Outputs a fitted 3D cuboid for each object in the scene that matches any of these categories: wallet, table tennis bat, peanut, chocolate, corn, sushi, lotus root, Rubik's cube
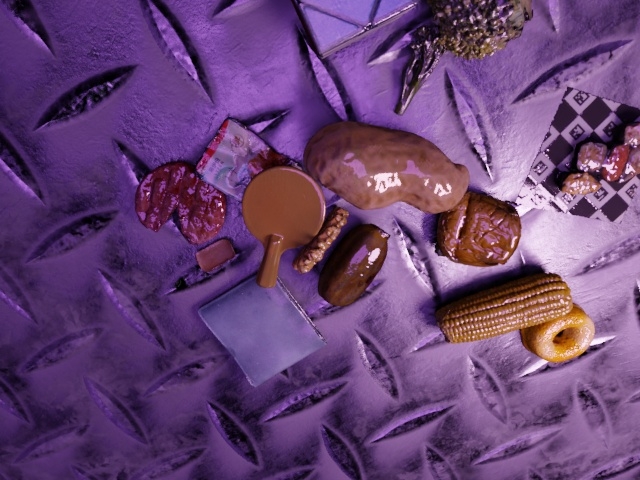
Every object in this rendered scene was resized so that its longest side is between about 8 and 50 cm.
[{"bbox_3d":[-0.158,0.243,1.183,0.252,0.054,0.290,-33,106,9],"label":"wallet"},{"bbox_3d":[-0.102,-0.024,1.038,0.199,0.050,0.320,15,113,-2],"label":"table tennis bat"},{"bbox_3d":[0.152,-0.157,0.980,0.388,0.169,0.192,11,94,-6],"label":"peanut"},{"bbox_3d":[-0.269,0.037,1.117,0.101,0.031,0.064,-31,90,6],"label":"chocolate"},{"bbox_3d":[0.478,0.184,1.138,0.345,0.131,0.131,-20,109,7],"label":"corn"},{"bbox_3d":[0.672,-0.188,1.043,0.293,0.059,0.293,12,110,-5],"label":"sushi"},{"bbox_3d":[0.079,0.060,1.084,0.123,0.124,0.240,23,109,-20],"label":"lotus root"},{"bbox_3d":[0.044,-0.497,0.837,0.205,0.207,0.205,-24,107,9],"label":"Rubik's cube"}]

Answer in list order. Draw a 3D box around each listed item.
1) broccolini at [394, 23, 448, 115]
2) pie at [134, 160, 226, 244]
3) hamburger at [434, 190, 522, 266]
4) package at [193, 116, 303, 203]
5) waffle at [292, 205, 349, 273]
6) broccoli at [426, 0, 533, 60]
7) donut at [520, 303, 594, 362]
[{"bbox_3d":[0.224,-0.375,0.961,0.091,0.068,0.202,6,112,-24],"label":"broccolini"},{"bbox_3d":[-0.337,-0.090,1.059,0.219,0.054,0.204,33,106,-10],"label":"pie"},{"bbox_3d":[0.394,-0.021,1.062,0.206,0.130,0.183,10,107,-3],"label":"hamburger"},{"bbox_3d":[-0.163,-0.163,1.023,0.232,0.040,0.166,33,96,-21],"label":"package"},{"bbox_3d":[0.000,0.000,1.083,0.046,0.161,0.191,35,76,-10],"label":"waffle"},{"bbox_3d":[0.315,-0.490,0.874,0.181,0.273,0.242,-1,99,33],"label":"broccoli"},{"bbox_3d":[0.664,0.261,1.197,0.191,0.074,0.174,-10,110,2],"label":"donut"}]
